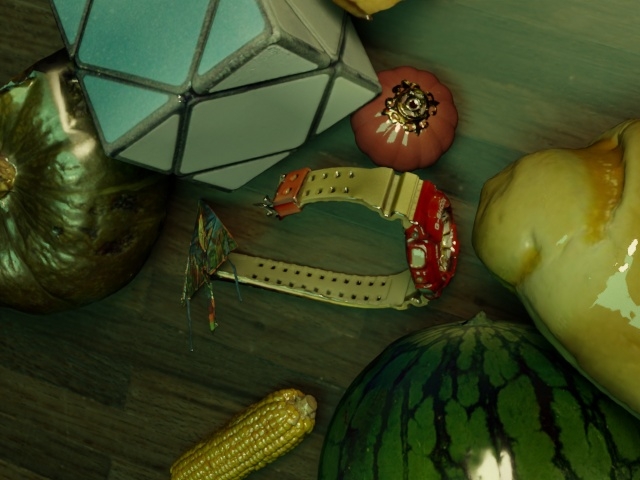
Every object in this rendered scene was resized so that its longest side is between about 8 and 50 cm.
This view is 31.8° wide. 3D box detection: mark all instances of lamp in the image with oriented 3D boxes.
[{"bbox_3d":[0.083,-0.120,1.113,0.107,0.092,0.107,2,79,-8],"label":"lamp"}]

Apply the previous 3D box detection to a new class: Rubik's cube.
[{"bbox_3d":[-0.098,-0.191,1.058,0.205,0.207,0.205,-31,67,22],"label":"Rubik's cube"}]

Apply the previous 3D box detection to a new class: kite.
[{"bbox_3d":[-0.125,0.026,1.208,0.183,0.010,0.160,-44,49,55],"label":"kite"}]

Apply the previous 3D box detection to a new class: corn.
[{"bbox_3d":[-0.088,0.231,1.265,0.207,0.068,0.068,-34,92,20],"label":"corn"}]

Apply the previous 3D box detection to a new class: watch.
[{"bbox_3d":[0.006,-0.003,1.149,0.268,0.102,0.165,7,136,14],"label":"watch"}]

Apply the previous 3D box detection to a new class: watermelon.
[{"bbox_3d":[0.164,0.244,1.056,0.363,0.363,0.363,4,105,15],"label":"watermelon"}]

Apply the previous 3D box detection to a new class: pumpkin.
[{"bbox_3d":[-0.285,-0.040,1.165,0.325,0.242,0.232,-36,83,25],"label":"pumpkin"}]

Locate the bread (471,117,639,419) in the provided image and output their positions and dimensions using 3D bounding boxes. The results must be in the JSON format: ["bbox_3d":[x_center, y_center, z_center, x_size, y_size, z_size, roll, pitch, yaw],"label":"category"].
[{"bbox_3d":[0.303,0.024,0.981,0.341,0.300,0.210,39,105,7],"label":"bread"}]

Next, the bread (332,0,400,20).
[{"bbox_3d":[0.022,-0.339,1.006,0.262,0.204,0.162,45,138,-1],"label":"bread"}]
